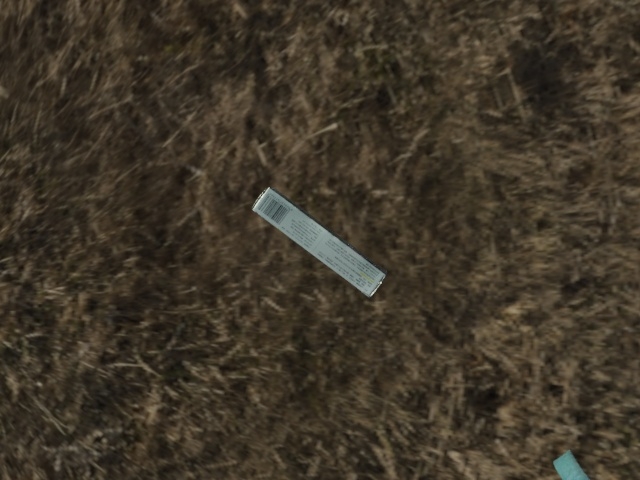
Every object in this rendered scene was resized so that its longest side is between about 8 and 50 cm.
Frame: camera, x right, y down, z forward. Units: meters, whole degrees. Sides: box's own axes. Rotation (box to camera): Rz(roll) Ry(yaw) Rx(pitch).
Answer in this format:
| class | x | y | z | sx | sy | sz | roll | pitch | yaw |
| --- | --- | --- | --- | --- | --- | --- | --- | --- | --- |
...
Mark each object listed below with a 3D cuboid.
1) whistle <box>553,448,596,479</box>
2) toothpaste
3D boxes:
| class | x | y | z | sx | sy | sz | roll | pitch | yaw |
| --- | --- | --- | --- | --- | --- | --- | --- | --- | --- |
| whistle | 0.382 | 0.385 | 1.562 | 0.093 | 0.274 | 0.186 | -41 | 102 | 8 |
| toothpaste | 0.000 | 0.000 | 1.280 | 0.164 | 0.046 | 0.034 | 37 | 96 | 1 |
